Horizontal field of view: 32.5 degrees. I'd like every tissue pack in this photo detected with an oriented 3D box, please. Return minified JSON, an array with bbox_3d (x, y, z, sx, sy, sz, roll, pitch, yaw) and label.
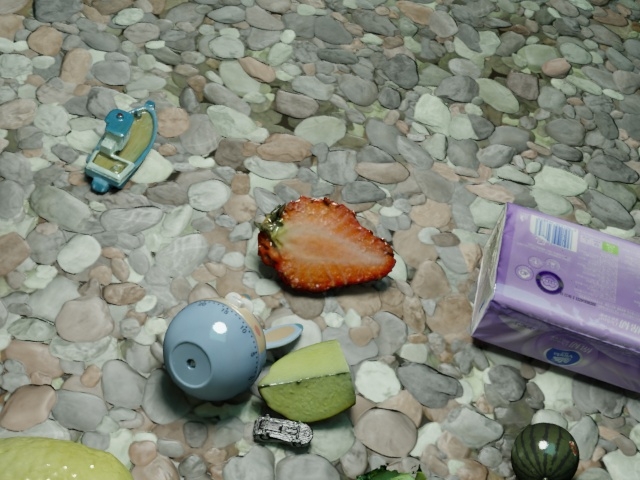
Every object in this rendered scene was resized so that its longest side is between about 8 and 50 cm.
[{"bbox_3d":[0.447,0.103,1.907,0.338,0.160,0.242,19,48,0],"label":"tissue pack"}]

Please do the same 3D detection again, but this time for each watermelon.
[{"bbox_3d":[0.347,0.343,1.696,0.105,0.105,0.133,21,30,3],"label":"watermelon"}]

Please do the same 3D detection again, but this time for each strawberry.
[{"bbox_3d":[-0.004,0.006,1.894,0.236,0.175,0.106,41,6,-23],"label":"strawberry"}]

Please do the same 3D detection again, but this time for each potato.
[{"bbox_3d":[-0.024,0.226,1.741,0.149,0.081,0.120,-9,20,-3],"label":"potato"}]

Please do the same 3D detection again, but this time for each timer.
[{"bbox_3d":[-0.135,0.139,1.708,0.175,0.175,0.255,33,50,14],"label":"timer"}]

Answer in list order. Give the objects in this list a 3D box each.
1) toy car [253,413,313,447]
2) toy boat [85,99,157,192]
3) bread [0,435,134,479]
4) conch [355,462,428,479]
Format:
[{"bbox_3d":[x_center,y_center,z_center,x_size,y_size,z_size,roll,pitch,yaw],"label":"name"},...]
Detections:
[{"bbox_3d":[-0.057,0.295,1.682,0.093,0.025,0.041,13,49,0],"label":"toy car"},{"bbox_3d":[-0.351,-0.183,1.975,0.088,0.102,0.215,24,47,3],"label":"toy boat"},{"bbox_3d":[-0.355,0.391,1.330,0.237,0.320,0.320,21,47,-1],"label":"bread"},{"bbox_3d":[0.099,0.397,1.559,0.144,0.137,0.250,26,47,8],"label":"conch"}]
